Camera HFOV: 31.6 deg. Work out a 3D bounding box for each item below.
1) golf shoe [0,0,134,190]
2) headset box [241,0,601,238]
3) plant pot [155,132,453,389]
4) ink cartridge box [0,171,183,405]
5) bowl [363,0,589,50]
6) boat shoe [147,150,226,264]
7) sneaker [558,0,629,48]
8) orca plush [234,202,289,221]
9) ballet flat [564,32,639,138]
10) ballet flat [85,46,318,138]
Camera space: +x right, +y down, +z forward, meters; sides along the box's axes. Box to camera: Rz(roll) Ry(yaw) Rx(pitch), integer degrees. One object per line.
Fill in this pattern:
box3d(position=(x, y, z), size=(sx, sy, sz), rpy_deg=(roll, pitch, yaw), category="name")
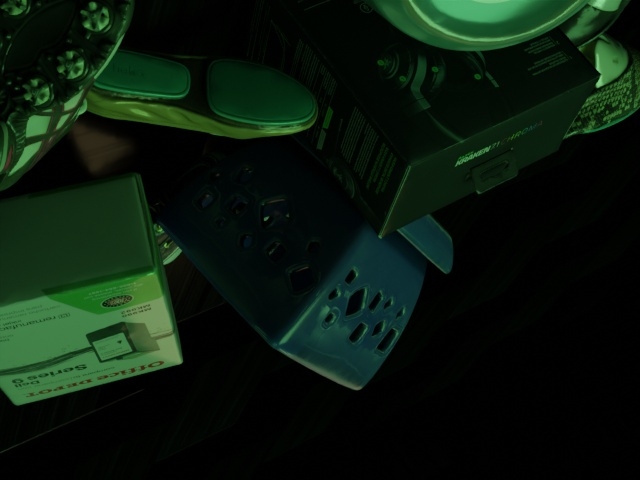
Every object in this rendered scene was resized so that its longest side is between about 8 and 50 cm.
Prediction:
box3d(position=(-0.242, -0.141, 0.965), size=(0.273, 0.105, 0.120), rpy_deg=(-41, 177, 27), category="golf shoe")
box3d(position=(0.101, -0.171, 1.144), size=(0.246, 0.283, 0.131), rpy_deg=(-27, 158, -25), category="headset box")
box3d(position=(0.000, 0.000, 1.265), size=(0.212, 0.236, 0.236), rpy_deg=(-47, 148, 3), category="plant pot")
box3d(position=(-0.269, 0.061, 1.223), size=(0.211, 0.121, 0.289), rpy_deg=(-13, 156, -6), category="ink cartridge box")
box3d(position=(0.134, -0.281, 0.937), size=(0.312, 0.163, 0.311), rpy_deg=(-6, 136, -6), category="bowl")
box3d(position=(-0.177, -0.031, 1.322), size=(0.083, 0.065, 0.183), rpy_deg=(-6, 144, -49), category="boat shoe")
box3d(position=(0.350, -0.364, 1.392), size=(0.330, 0.122, 0.146), rpy_deg=(-40, 141, 15), category="sneaker")
box3d(position=(-0.006, -0.041, 1.518), size=(0.287, 0.151, 0.102), rpy_deg=(23, 81, -41), category="orca plush")
box3d(position=(0.304, -0.212, 1.599), size=(0.483, 0.164, 0.182), rpy_deg=(-26, 138, -20), category="ballet flat")
box3d(position=(-0.120, -0.137, 1.077), size=(0.232, 0.080, 0.073), rpy_deg=(10, 155, -14), category="ballet flat")
